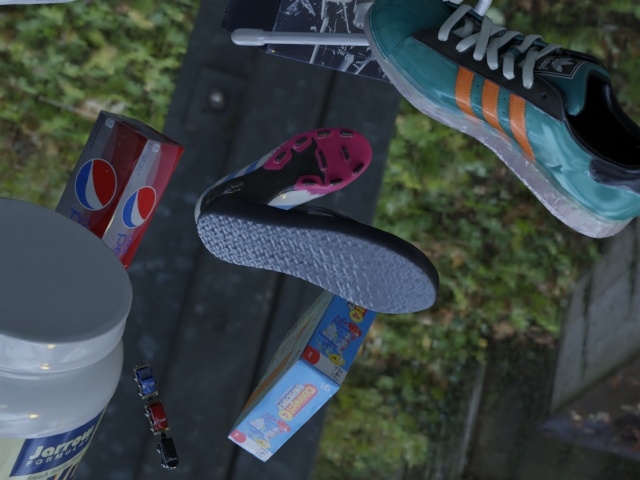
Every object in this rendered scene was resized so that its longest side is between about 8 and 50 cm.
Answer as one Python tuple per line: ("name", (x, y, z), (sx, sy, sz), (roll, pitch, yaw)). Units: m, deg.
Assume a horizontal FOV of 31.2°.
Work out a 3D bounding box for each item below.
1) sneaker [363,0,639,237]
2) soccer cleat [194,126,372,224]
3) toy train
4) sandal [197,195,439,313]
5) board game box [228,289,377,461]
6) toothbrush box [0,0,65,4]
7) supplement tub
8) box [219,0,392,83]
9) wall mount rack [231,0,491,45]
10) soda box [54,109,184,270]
("sneaker", (0.177, -0.137, 0.993), (0.302, 0.108, 0.121), (39, 144, 3))
("soccer cleat", (-0.073, -0.107, 1.999), (0.331, 0.116, 0.143), (-25, -176, -13))
("toy train", (-0.231, 0.245, 1.610), (0.027, 0.158, 0.036), (-17, 174, -20))
("sandal", (-0.001, -0.001, 1.114), (0.255, 0.054, 0.097), (18, 138, 21))
("board game box", (-0.016, 0.213, 2.108), (0.086, 0.302, 0.308), (35, 135, -4))
("toothbrush box", (-0.417, -0.498, 1.681), (0.122, 0.283, 0.206), (-5, -171, 24))
("supplement tub", (-0.323, 0.145, 1.068), (0.235, 0.235, 0.324), (19, 120, -16))
("box", (0.054, -0.448, 1.921), (0.343, 0.312, 0.179), (7, -160, -35))
("wall mount rack", (0.036, -0.277, 1.098), (0.304, 0.130, 0.350), (-34, 160, 4))
("soda box", (-0.280, -0.027, 1.466), (0.092, 0.263, 0.083), (32, -169, 25))
